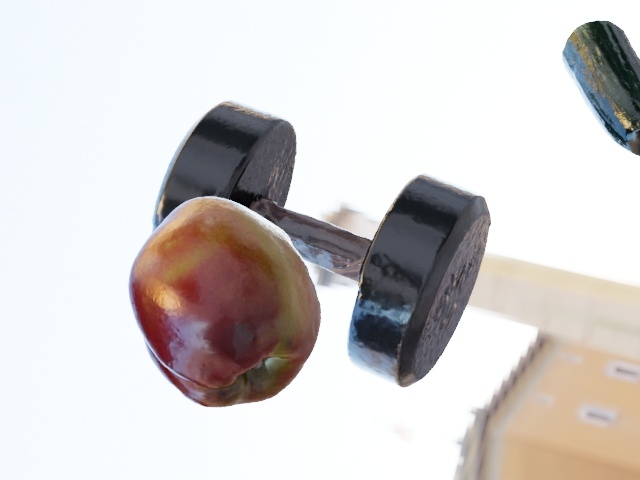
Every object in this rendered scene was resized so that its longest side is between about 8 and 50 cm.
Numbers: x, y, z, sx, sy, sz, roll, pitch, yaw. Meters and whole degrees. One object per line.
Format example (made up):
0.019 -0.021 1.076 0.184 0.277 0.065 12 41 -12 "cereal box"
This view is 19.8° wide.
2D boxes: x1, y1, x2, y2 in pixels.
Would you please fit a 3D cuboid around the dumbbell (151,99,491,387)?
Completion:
0.000 0.000 1.347 0.152 0.218 0.152 -59 -18 -31 "dumbbell"

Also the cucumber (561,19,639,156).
0.196 -0.094 1.199 0.048 0.048 0.105 76 175 -51 "cucumber"

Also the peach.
-0.050 0.030 0.942 0.100 0.100 0.101 13 -90 -70 "peach"
